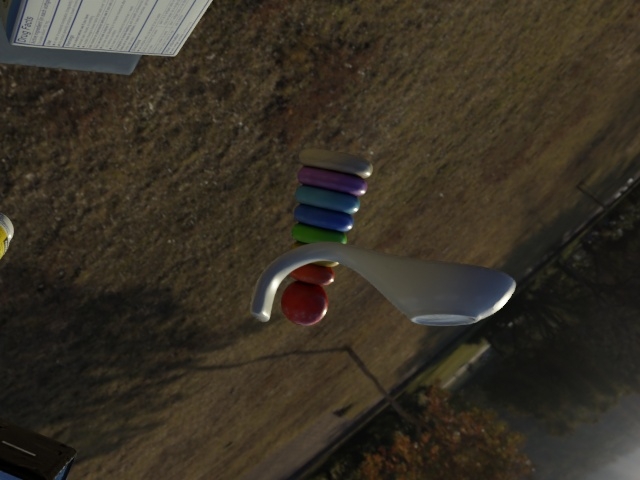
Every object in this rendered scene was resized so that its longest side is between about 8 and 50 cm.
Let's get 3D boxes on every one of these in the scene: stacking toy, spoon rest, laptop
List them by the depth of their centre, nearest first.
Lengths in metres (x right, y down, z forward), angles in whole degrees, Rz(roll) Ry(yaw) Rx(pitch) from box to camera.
[{"bbox_3d":[0.066,0.045,0.674,0.277,0.084,0.137,-1,163,6],"label":"spoon rest"},{"bbox_3d":[-0.460,0.296,0.817,0.136,0.234,0.264,-66,-173,-9],"label":"laptop"},{"bbox_3d":[0.000,0.000,1.182,0.141,0.141,0.330,6,96,-61],"label":"stacking toy"}]

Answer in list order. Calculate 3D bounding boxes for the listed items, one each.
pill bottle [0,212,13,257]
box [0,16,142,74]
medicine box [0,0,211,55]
[{"bbox_3d":[-0.786,0.015,1.429,0.119,0.119,0.208,-48,-159,19],"label":"pill bottle"},{"bbox_3d":[-0.541,-0.507,1.220,0.343,0.312,0.179,-9,153,-47],"label":"box"},{"bbox_3d":[-0.323,-0.425,0.973,0.289,0.149,0.263,-7,166,-37],"label":"medicine box"}]
